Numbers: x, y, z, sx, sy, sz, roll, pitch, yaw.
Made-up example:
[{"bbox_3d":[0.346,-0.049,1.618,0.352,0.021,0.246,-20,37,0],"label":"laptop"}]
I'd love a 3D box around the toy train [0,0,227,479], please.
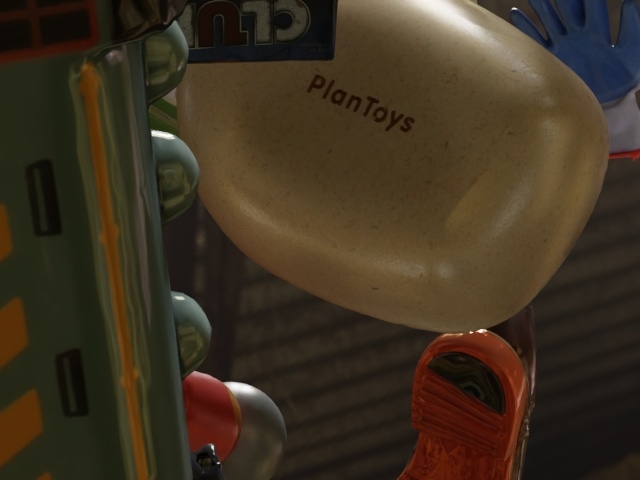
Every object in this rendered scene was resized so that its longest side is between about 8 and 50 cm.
[{"bbox_3d":[-0.123,-0.009,0.408,0.190,0.142,0.334,-11,-62,-12],"label":"toy train"}]

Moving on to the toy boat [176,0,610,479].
[{"bbox_3d":[0.000,0.000,0.907,0.318,0.267,0.148,-56,-27,-2],"label":"toy boat"}]

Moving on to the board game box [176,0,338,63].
[{"bbox_3d":[-0.128,-0.126,0.712,0.243,0.165,0.042,-2,-62,-13],"label":"board game box"}]

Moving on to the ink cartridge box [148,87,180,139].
[{"bbox_3d":[-0.194,-0.155,1.608,0.235,0.171,0.056,-51,-17,-25],"label":"ink cartridge box"}]

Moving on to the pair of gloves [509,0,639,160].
[{"bbox_3d":[0.151,-0.119,1.177,0.198,0.159,0.023,-11,20,27],"label":"pair of gloves"}]

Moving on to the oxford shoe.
[{"bbox_3d":[0.109,0.156,1.114,0.098,0.096,0.271,-46,-26,-47],"label":"oxford shoe"}]

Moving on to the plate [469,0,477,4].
[{"bbox_3d":[0.134,-0.127,1.701,0.045,0.278,0.277,2,-54,16],"label":"plate"}]
